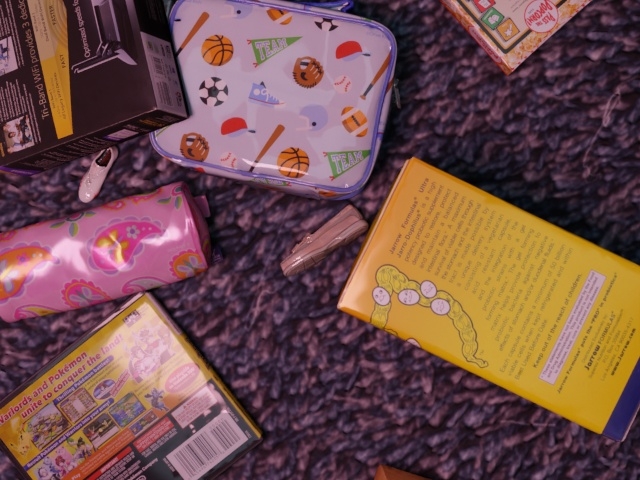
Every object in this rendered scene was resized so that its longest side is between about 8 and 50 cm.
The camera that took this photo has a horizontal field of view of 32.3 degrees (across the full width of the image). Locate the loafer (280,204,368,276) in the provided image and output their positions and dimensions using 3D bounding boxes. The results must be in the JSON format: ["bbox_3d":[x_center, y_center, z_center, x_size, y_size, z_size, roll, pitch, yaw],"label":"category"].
[{"bbox_3d":[0.000,0.000,1.407,0.125,0.045,0.039,-31,72,-5],"label":"loafer"}]

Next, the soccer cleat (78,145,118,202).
[{"bbox_3d":[-0.286,-0.087,1.412,0.029,0.035,0.083,32,91,1],"label":"soccer cleat"}]

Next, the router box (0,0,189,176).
[{"bbox_3d":[-0.310,-0.259,1.335,0.243,0.081,0.309,-16,82,21],"label":"router box"}]

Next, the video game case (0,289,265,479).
[{"bbox_3d":[-0.253,0.238,1.413,0.275,0.035,0.248,-38,90,2],"label":"video game case"}]

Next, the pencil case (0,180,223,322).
[{"bbox_3d":[-0.274,0.014,1.375,0.284,0.124,0.124,-17,90,1],"label":"pencil case"}]

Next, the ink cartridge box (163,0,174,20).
[{"bbox_3d":[-0.216,-0.286,1.413,0.083,0.028,0.048,9,91,1],"label":"ink cartridge box"}]

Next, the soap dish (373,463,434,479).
[{"bbox_3d":[0.177,0.433,1.362,0.291,0.118,0.229,18,90,0],"label":"soap dish"}]

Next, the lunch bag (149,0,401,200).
[{"bbox_3d":[-0.050,-0.185,1.370,0.303,0.115,0.243,11,88,2],"label":"lunch bag"}]

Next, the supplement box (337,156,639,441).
[{"bbox_3d":[0.218,0.066,1.322,0.356,0.194,0.195,26,91,2],"label":"supplement box"}]

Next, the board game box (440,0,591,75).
[{"bbox_3d":[0.229,-0.329,1.395,0.147,0.045,0.193,-41,89,1],"label":"board game box"}]
